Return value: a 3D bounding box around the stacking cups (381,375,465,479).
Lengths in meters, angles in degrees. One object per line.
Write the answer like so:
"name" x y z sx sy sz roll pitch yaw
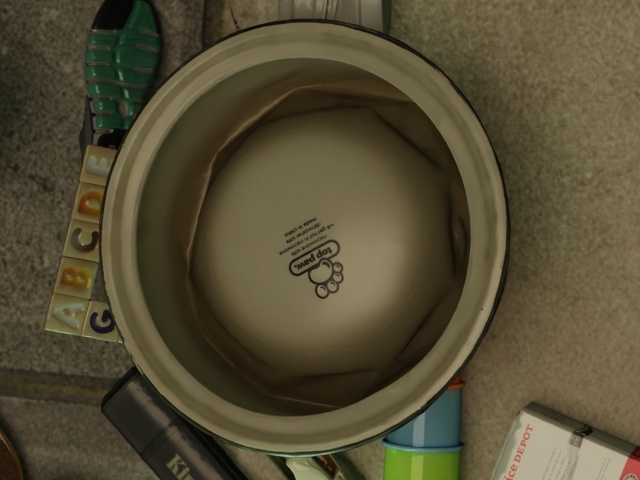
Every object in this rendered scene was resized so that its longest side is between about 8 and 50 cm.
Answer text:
"stacking cups" 0.106 0.174 1.835 0.096 0.096 0.316 3 90 17

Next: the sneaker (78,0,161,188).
"sneaker" -0.226 -0.151 1.914 0.098 0.083 0.223 -16 66 57

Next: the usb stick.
"usb stick" -0.124 0.252 1.925 0.077 0.045 0.278 -44 81 15

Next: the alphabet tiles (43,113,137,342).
"alphabet tiles" -0.163 -0.004 1.875 0.198 0.009 0.237 11 99 -21

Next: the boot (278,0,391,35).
"boot" 0.006 -0.323 1.813 0.123 0.095 0.258 2 96 10

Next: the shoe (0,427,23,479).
"shoe" -0.402 0.207 2.009 0.076 0.058 0.219 -37 87 -15

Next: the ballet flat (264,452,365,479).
"ballet flat" -0.031 0.206 1.880 0.072 0.068 0.213 -45 80 15

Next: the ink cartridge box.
"ink cartridge box" 0.251 0.238 1.797 0.150 0.063 0.109 23 101 15

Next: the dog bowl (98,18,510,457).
"dog bowl" 0.000 0.000 1.750 0.408 0.150 0.408 -2 85 19
